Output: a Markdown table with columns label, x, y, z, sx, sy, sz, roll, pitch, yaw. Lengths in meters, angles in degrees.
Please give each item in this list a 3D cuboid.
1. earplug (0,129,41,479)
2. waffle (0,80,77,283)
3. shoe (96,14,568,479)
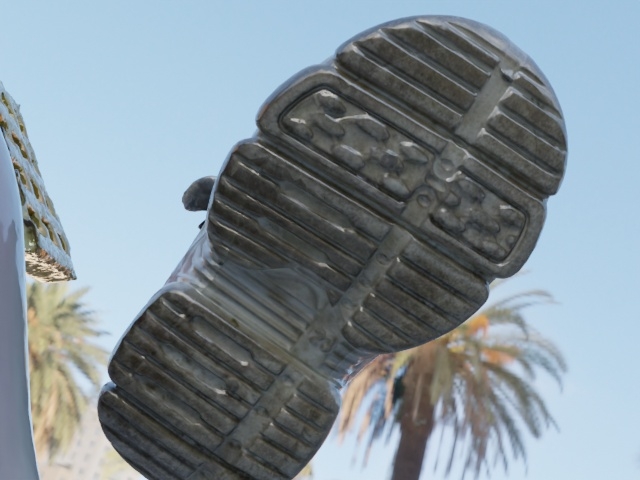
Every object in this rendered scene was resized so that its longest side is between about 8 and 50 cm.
| label | x | y | z | sx | sy | sz | roll | pitch | yaw |
| --- | --- | --- | --- | --- | --- | --- | --- | --- | --- |
| earplug | -0.216 | 0.025 | 0.469 | 0.172 | 0.301 | 0.172 | -5 | -22 | -2 |
| waffle | -0.353 | -0.076 | 1.069 | 0.055 | 0.247 | 0.221 | -20 | -9 | -9 |
| shoe | -0.002 | -0.003 | 0.629 | 0.172 | 0.198 | 0.351 | 43 | -77 | -7 |
